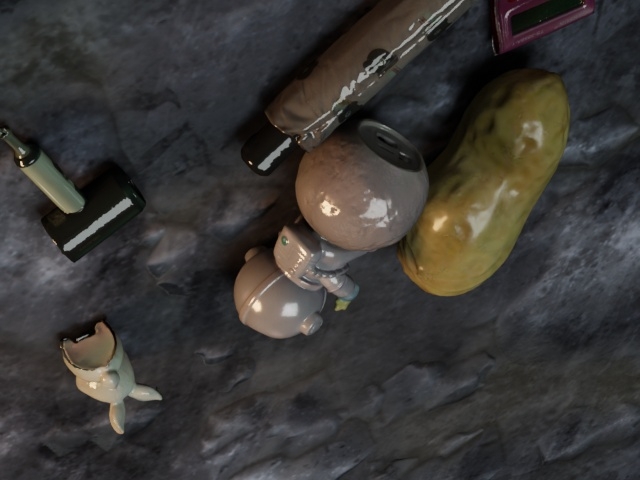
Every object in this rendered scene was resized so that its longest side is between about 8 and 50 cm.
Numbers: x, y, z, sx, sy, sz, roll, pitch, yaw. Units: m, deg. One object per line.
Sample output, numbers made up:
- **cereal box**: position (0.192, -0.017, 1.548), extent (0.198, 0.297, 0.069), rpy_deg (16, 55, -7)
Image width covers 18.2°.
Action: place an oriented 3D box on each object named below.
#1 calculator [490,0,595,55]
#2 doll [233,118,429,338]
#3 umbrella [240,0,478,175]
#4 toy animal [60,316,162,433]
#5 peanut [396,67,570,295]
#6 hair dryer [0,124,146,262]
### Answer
- **calculator**: position (0.237, -0.288, 2.126), extent (0.126, 0.034, 0.190), rpy_deg (-23, 140, -14)
- **doll**: position (0.000, 0.000, 2.185), extent (0.151, 0.151, 0.287), rpy_deg (8, 130, -43)
- **umbrella**: position (0.048, -0.190, 2.060), extent (0.337, 0.073, 0.067), rpy_deg (-42, 124, 12)
- **toy animal**: position (-0.236, 0.146, 2.226), extent (0.071, 0.085, 0.124), rpy_deg (-44, 152, -17)
- **peanut**: position (0.182, -0.060, 2.257), extent (0.147, 0.147, 0.319), rpy_deg (-2, 136, -37)
- **hair dryer**: position (-0.262, -0.063, 1.990), extent (0.100, 0.057, 0.197), rpy_deg (-39, 138, 3)
